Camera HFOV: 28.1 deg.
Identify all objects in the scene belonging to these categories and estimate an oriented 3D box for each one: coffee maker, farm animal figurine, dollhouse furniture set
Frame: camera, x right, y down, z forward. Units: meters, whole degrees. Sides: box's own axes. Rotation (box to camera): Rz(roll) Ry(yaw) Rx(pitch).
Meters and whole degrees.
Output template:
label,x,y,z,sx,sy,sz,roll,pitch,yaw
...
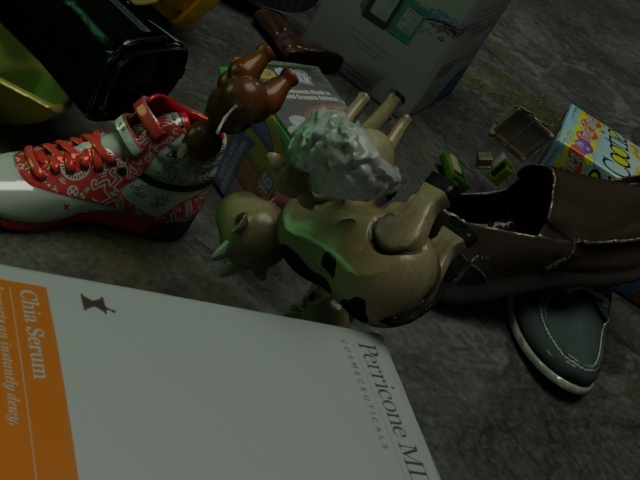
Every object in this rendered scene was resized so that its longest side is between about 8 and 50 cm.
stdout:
label,x,y,z,sx,sy,sz,roll,pitch,yaw
coffee maker,-0.248,-0.206,1.283,0.171,0.120,0.178,-30,64,-31
farm animal figurine,0.000,0.000,1.175,0.326,0.172,0.330,23,-24,51
dollhouse furniture set,0.232,-0.129,1.700,0.076,0.151,0.058,34,29,-30

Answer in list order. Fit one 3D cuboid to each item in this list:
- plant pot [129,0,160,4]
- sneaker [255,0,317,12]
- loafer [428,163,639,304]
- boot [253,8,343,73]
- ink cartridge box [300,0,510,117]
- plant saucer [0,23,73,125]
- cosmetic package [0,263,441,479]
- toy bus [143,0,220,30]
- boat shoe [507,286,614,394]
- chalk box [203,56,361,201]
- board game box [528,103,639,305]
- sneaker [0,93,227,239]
label,x,y,z,sx,sy,sz,roll,pitch,yaw
plant pot,-0.286,-0.397,1.425,0.187,0.212,0.212,33,28,26
sneaker,-0.141,-0.428,1.821,0.319,0.112,0.131,28,9,-10
loafer,0.282,-0.021,1.485,0.366,0.130,0.134,-13,40,-17
boot,-0.032,-0.284,1.796,0.106,0.037,0.114,7,35,-39
ink cartridge box,0.147,-0.352,1.820,0.197,0.270,0.198,39,31,10
plant saucer,-0.397,-0.258,1.386,0.332,0.081,0.333,28,31,-10
cosmetic package,-0.142,0.166,0.946,0.453,0.161,0.230,12,37,-31
toy bus,-0.234,-0.397,1.611,0.220,0.149,0.211,53,19,27
boat shoe,0.301,0.056,1.553,0.116,0.099,0.319,28,32,-12
chalk box,-0.052,-0.118,1.453,0.132,0.132,0.213,0,43,-40
board game box,0.409,-0.036,1.737,0.275,0.144,0.142,33,32,2
sneaker,-0.220,-0.083,1.236,0.270,0.145,0.090,6,40,-36
